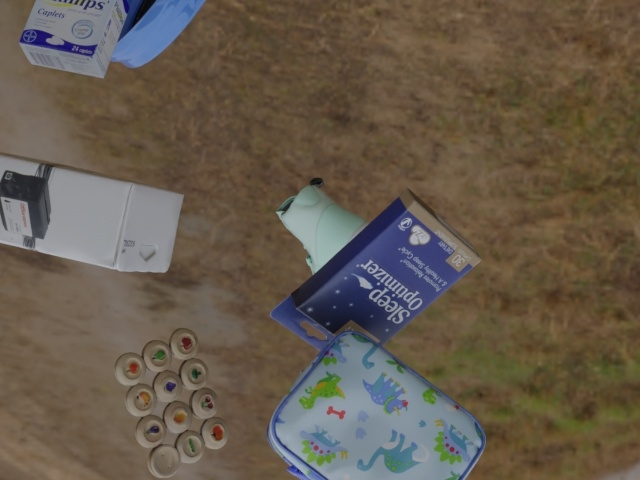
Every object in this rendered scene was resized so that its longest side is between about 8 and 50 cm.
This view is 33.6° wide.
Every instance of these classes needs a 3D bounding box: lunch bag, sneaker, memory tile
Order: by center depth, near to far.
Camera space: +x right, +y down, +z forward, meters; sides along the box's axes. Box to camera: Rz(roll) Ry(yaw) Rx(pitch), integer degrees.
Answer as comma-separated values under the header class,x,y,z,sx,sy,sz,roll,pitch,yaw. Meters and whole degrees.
class,x,y,z,sx,sy,sz,roll,pitch,yaw
memory tile,-0.166,0.182,1.196,0.113,0.148,0.012,-22,-174,-38
lunch bag,0.058,0.224,1.202,0.219,0.176,0.090,37,163,6
sneaker,0.000,-0.001,1.649,0.151,0.094,0.256,39,155,11

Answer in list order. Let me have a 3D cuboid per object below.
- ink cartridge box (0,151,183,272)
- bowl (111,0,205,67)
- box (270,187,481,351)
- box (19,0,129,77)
class,x,y,z,sx,sy,sz,roll,pitch,yaw
ink cartridge box,-0.387,-0.048,1.568,0.308,0.129,0.223,13,-179,12
bowl,-0.277,-0.488,1.930,0.077,0.391,0.391,32,151,-29
box,0.064,0.055,1.252,0.225,0.036,0.136,-42,127,14
box,-0.383,-0.338,1.661,0.126,0.137,0.072,12,160,8
